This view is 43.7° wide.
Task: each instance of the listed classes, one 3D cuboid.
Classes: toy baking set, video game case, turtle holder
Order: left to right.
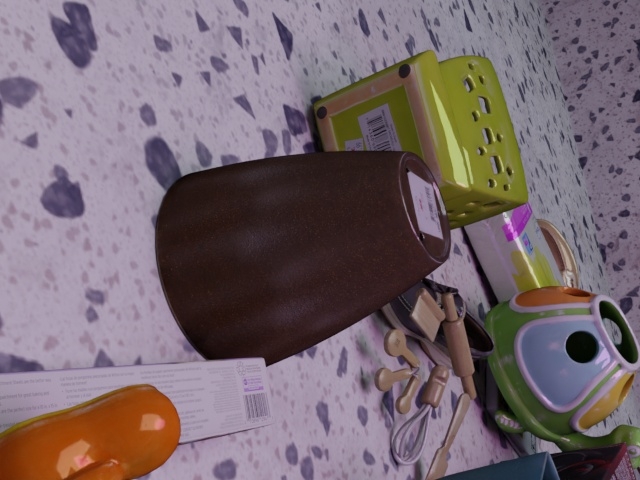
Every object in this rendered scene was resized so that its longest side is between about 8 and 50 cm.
[{"bbox_3d":[0.146,0.196,1.083,0.197,0.030,0.256,-31,110,-39],"label":"toy baking set"},{"bbox_3d":[0.364,0.280,1.519,0.206,0.026,0.227,53,34,-34],"label":"video game case"},{"bbox_3d":[0.419,0.227,1.359,0.243,0.227,0.320,22,48,-39],"label":"turtle holder"}]

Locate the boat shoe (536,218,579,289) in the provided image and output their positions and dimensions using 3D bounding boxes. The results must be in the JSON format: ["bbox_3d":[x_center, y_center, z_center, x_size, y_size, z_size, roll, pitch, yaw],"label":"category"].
[{"bbox_3d":[0.531,0.118,1.821,0.110,0.122,0.341,-24,97,-64],"label":"boat shoe"}]

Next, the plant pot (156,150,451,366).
[{"bbox_3d":[0.000,0.000,0.776,0.215,0.230,0.215,41,40,-46],"label":"plant pot"}]

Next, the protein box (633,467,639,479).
[{"bbox_3d":[0.486,0.494,1.423,0.201,0.200,0.136,56,31,-29],"label":"protein box"}]

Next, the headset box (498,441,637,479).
[{"bbox_3d":[0.357,0.401,1.219,0.293,0.218,0.110,-1,75,-61],"label":"headset box"}]

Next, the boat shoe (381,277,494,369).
[{"bbox_3d":[0.172,0.105,1.186,0.285,0.092,0.103,46,37,-41],"label":"boat shoe"}]

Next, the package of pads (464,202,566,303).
[{"bbox_3d":[0.408,0.045,1.641,0.296,0.101,0.229,65,26,-5],"label":"package of pads"}]

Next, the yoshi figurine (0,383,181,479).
[{"bbox_3d":[-0.051,0.263,0.413,0.362,0.203,0.203,59,-2,25],"label":"yoshi figurine"}]

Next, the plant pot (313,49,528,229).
[{"bbox_3d":[0.129,-0.129,1.115,0.207,0.227,0.228,-1,75,-56],"label":"plant pot"}]

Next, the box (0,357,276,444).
[{"bbox_3d":[-0.148,0.130,0.603,0.324,0.063,0.067,9,65,-60],"label":"box"}]

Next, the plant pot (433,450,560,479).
[{"bbox_3d":[0.138,0.345,0.822,0.166,0.234,0.165,-38,108,-61],"label":"plant pot"}]
